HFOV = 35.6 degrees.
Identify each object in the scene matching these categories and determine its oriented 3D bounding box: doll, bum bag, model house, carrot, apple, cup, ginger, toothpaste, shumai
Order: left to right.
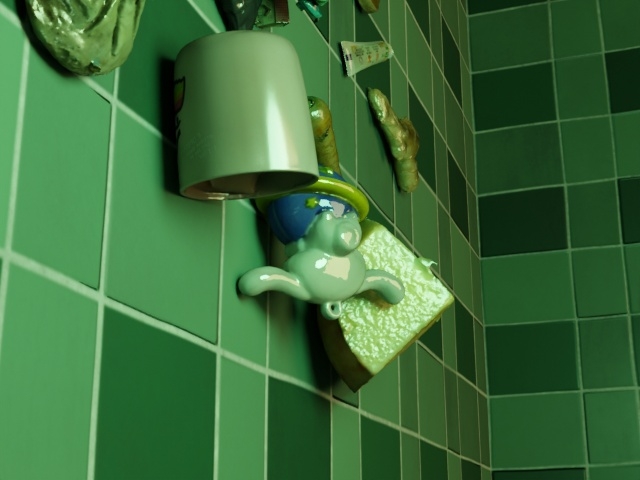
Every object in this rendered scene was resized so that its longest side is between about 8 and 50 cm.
[{"bbox_3d":[-0.242,-0.289,1.122,0.201,0.120,0.201,-9,90,-70],"label":"shumai"},{"bbox_3d":[-0.143,-0.428,1.554,0.248,0.060,0.123,67,24,-45],"label":"bum bag"},{"bbox_3d":[-0.113,-0.166,1.404,0.253,0.192,0.200,139,-55,-76],"label":"cup"},{"bbox_3d":[-0.087,-0.412,1.715,0.057,0.058,0.083,12,73,-70],"label":"model house"},{"bbox_3d":[0.010,-0.156,1.914,0.298,0.078,0.078,68,24,-50],"label":"carrot"},{"bbox_3d":[0.029,-0.001,1.623,0.311,0.159,0.242,21,44,-30],"label":"doll"},{"bbox_3d":[0.108,-0.431,2.319,0.056,0.058,0.314,-56,171,23],"label":"toothpaste"},{"bbox_3d":[0.114,0.128,1.857,0.309,0.252,0.313,121,-30,-77],"label":"apple"},{"bbox_3d":[0.190,-0.255,2.472,0.333,0.081,0.147,55,49,-53],"label":"ginger"}]

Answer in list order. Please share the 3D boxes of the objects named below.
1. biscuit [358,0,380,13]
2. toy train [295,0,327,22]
[{"bbox_3d":[0.099,-0.703,2.387,0.183,0.047,0.319,-37,119,-71],"label":"biscuit"},{"bbox_3d":[-0.038,-0.495,1.700,0.194,0.120,0.298,45,13,-22],"label":"toy train"}]
